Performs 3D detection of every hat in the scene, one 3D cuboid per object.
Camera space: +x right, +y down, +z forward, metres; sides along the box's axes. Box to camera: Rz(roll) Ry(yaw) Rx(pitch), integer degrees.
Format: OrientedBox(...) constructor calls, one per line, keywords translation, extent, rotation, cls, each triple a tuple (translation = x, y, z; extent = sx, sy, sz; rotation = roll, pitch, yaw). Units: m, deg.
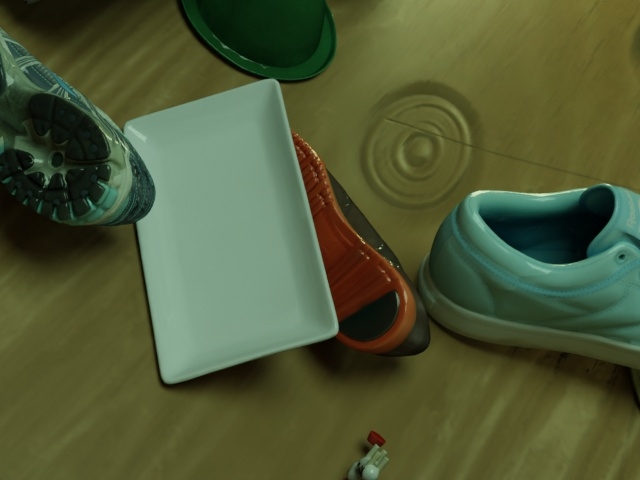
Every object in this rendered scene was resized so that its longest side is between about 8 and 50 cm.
OrientedBox(translation=(-0.024, -0.268, 1.441), extent=(0.173, 0.183, 0.208), rotation=(23, 45, -15), cls="hat")

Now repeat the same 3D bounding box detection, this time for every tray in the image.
OrientedBox(translation=(-0.077, -0.009, 1.258), extent=(0.145, 0.030, 0.270), rotation=(-17, 55, 5), cls="tray")

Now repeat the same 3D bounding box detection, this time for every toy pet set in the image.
OrientedBox(translation=(0.070, 0.222, 1.189), extent=(0.122, 0.065, 0.114), rotation=(36, 8, -5), cls="toy pet set")

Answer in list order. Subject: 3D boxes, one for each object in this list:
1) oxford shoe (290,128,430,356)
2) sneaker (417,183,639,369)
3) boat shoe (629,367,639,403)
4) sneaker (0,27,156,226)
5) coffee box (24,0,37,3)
OrientedBox(translation=(0.000, 0.000, 1.317), extent=(0.271, 0.097, 0.098), rotation=(56, 12, 29), cls="oxford shoe")
OrientedBox(translation=(0.277, 0.024, 1.344), extent=(0.366, 0.150, 0.135), rotation=(1, 53, -10), cls="sneaker")
OrientedBox(translation=(0.336, 0.108, 1.430), extent=(0.080, 0.073, 0.223), rotation=(4, 52, -30), cls="boat shoe")
OrientedBox(translation=(-0.245, -0.097, 1.233), extent=(0.283, 0.110, 0.122), rotation=(43, 7, 25), cls="sneaker")
OrientedBox(translation=(-0.173, -0.345, 1.394), extent=(0.297, 0.119, 0.168), rotation=(-37, 108, -52), cls="coffee box")
